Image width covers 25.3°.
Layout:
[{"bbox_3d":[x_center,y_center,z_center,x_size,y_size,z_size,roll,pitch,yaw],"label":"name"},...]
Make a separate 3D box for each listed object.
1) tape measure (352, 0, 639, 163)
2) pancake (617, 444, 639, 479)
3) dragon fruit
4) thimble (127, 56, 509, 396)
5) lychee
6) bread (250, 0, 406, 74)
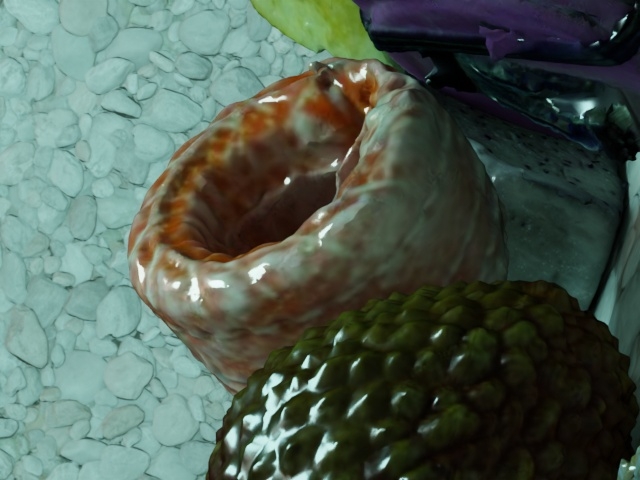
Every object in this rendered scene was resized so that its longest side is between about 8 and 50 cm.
[{"bbox_3d":[0.124,-0.140,0.824,0.231,0.245,0.149,37,-108,-60],"label":"tape measure"},{"bbox_3d":[0.114,0.197,0.499,0.282,0.049,0.282,16,-90,-88],"label":"pancake"},{"bbox_3d":[0.122,-0.024,1.177,0.283,0.221,0.204,-75,7,-64],"label":"dragon fruit"},{"bbox_3d":[0.000,0.000,0.944,0.162,0.239,0.239,51,-140,-33],"label":"thimble"},{"bbox_3d":[0.056,0.139,0.776,0.271,0.236,0.236,-51,0,6],"label":"lychee"},{"bbox_3d":[0.164,-0.262,1.115,0.395,0.264,0.239,-20,-44,-39],"label":"bread"}]
